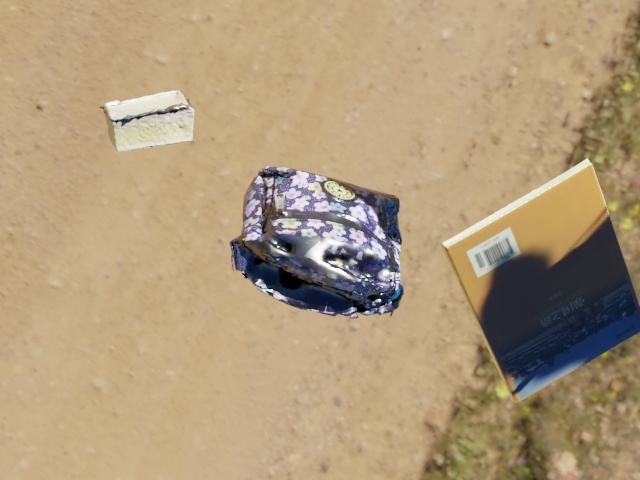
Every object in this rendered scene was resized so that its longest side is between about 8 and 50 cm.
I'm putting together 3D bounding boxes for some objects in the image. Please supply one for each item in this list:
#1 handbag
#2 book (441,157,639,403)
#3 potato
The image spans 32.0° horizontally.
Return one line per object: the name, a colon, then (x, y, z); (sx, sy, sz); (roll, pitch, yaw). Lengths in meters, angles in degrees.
handbag: (0.000, 0.000, 1.396); (0.228, 0.208, 0.127); (17, 120, -11)
book: (0.368, 0.076, 1.790); (0.262, 0.028, 0.374); (-30, 125, -3)
potato: (-0.244, -0.169, 1.577); (0.122, 0.086, 0.061); (-12, 118, -15)
